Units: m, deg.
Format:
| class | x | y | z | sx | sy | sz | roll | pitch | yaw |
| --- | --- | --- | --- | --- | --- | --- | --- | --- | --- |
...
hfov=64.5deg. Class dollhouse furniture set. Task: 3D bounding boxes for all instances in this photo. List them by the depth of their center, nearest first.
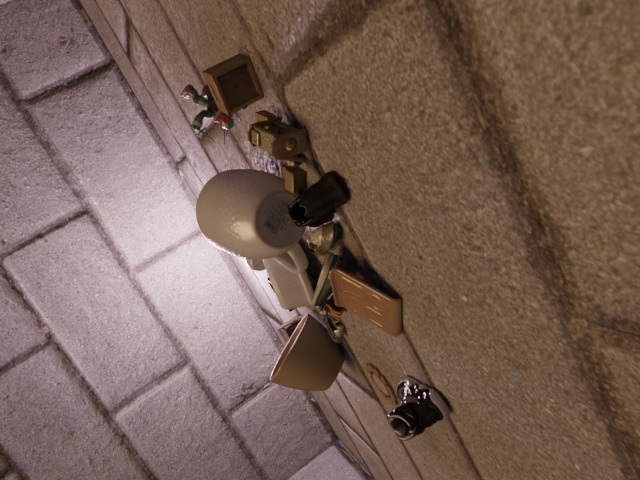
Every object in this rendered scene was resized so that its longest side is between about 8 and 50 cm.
| class | x | y | z | sx | sy | sz | roll | pitch | yaw |
| --- | --- | --- | --- | --- | --- | --- | --- | --- | --- |
| dollhouse furniture set | -0.128 | -0.217 | 1.271 | 0.182 | 0.101 | 0.160 | 34 | 135 | 42 |

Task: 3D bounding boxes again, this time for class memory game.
| class | x | y | z | sx | sy | sz | roll | pitch | yaw |
| --- | --- | --- | --- | --- | --- | --- | --- | --- | --- |
| memory game | 0.228 | 0.538 | 1.906 | 0.186 | 0.012 | 0.186 | 52 | 163 | 22 |

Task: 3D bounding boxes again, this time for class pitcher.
| class | x | y | z | sx | sy | sz | roll | pitch | yaw |
| --- | --- | --- | --- | --- | --- | --- | --- | --- | --- |
| pitcher | -0.289 | 0.080 | 2.432 | 0.178 | 0.125 | 0.207 | 43 | -177 | -28 |

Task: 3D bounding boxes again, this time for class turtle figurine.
| class | x | y | z | sx | sy | sz | roll | pitch | yaw |
| --- | --- | --- | --- | --- | --- | --- | --- | --- | --- |
| turtle figurine | -0.347 | -0.414 | 1.660 | 0.234 | 0.118 | 0.175 | 54 | -155 | 20 |

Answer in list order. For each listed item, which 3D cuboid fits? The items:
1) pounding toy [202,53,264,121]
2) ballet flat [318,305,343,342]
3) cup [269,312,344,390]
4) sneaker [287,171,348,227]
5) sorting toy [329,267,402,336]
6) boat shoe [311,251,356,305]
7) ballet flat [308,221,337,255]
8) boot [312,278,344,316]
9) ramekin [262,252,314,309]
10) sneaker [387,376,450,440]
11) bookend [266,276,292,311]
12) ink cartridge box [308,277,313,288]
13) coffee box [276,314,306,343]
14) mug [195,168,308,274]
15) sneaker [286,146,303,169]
| class | x | y | z | sx | sy | sz | roll | pitch | yaw |
| --- | --- | --- | --- | --- | --- | --- | --- | --- | --- |
| pounding toy | -0.234 | -0.390 | 1.322 | 0.100 | 0.130 | 0.141 | 38 | 155 | 50 |
| ballet flat | 0.052 | 0.318 | 1.937 | 0.188 | 0.070 | 0.070 | 60 | 165 | -23 |
| cup | -0.037 | 0.516 | 2.200 | 0.237 | 0.331 | 0.331 | 31 | 163 | -1 |
| sneaker | -0.028 | -0.083 | 1.289 | 0.109 | 0.130 | 0.286 | 54 | 165 | 5 |
| sorting toy | 0.127 | 0.163 | 1.371 | 0.208 | 0.038 | 0.193 | 24 | 149 | 25 |
| boat shoe | 0.039 | 0.135 | 1.524 | 0.099 | 0.116 | 0.319 | 17 | 154 | 2 |
| ballet flat | 0.000 | 0.000 | 1.443 | 0.213 | 0.068 | 0.072 | 114 | 158 | -73 |
| boot | 0.026 | 0.207 | 1.808 | 0.158 | 0.059 | 0.084 | 50 | 167 | 23 |
| ramekin | -0.119 | 0.127 | 1.846 | 0.273 | 0.127 | 0.272 | 158 | 90 | -85 |
| sneaker | 0.252 | 0.489 | 1.481 | 0.101 | 0.153 | 0.268 | 59 | 164 | -3 |
| bookend | -0.177 | 0.246 | 2.459 | 0.157 | 0.072 | 0.156 | 62 | 165 | -16 |
| ink cartridge box | -0.114 | 0.126 | 2.082 | 0.235 | 0.056 | 0.171 | 53 | 164 | 11 |
| coffee box | -0.118 | 0.445 | 2.533 | 0.098 | 0.141 | 0.246 | 59 | 165 | -1 |
| mug | -0.168 | -0.042 | 1.556 | 0.328 | 0.276 | 0.374 | 13 | 143 | 58 |
| sneaker | -0.076 | -0.238 | 1.324 | 0.044 | 0.040 | 0.109 | -38 | 78 | 45 |
